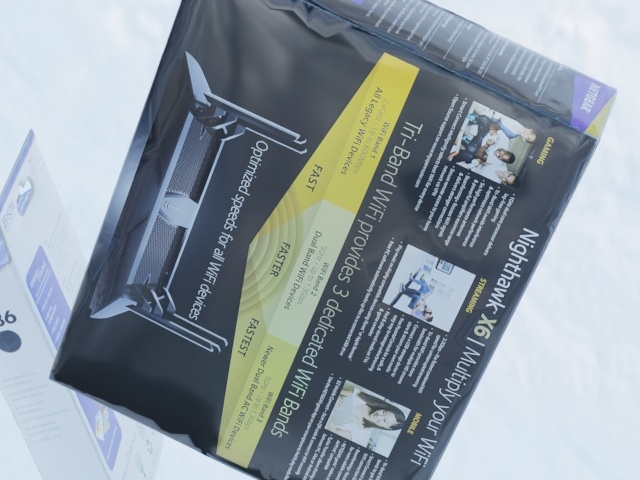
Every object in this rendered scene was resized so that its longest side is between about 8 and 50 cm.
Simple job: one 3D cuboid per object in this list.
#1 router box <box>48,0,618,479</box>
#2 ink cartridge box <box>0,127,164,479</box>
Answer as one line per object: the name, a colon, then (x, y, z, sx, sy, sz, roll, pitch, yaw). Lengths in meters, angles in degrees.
router box: (0.000, 0.000, 1.111, 0.243, 0.309, 0.081, 26, 30, 4)
ink cartridge box: (-0.224, 0.087, 1.594, 0.065, 0.332, 0.165, -14, 25, 11)
